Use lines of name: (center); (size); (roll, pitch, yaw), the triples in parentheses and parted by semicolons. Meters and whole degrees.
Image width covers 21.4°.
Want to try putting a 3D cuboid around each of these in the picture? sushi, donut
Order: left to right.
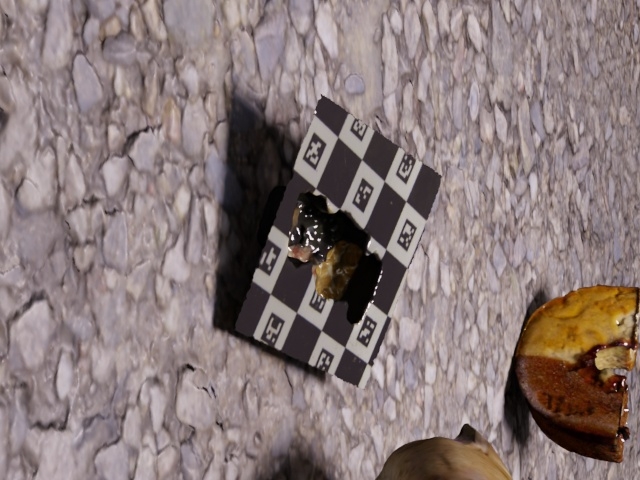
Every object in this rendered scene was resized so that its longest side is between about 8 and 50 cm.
sushi: (0.000, 0.000, 1.333); (0.215, 0.050, 0.192); (31, 78, -57)
donut: (0.288, 0.148, 1.861); (0.085, 0.141, 0.217); (78, 25, -45)

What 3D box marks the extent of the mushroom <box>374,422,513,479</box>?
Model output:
mushroom: (0.070, 0.261, 1.312); (0.255, 0.184, 0.254); (18, 90, -88)
